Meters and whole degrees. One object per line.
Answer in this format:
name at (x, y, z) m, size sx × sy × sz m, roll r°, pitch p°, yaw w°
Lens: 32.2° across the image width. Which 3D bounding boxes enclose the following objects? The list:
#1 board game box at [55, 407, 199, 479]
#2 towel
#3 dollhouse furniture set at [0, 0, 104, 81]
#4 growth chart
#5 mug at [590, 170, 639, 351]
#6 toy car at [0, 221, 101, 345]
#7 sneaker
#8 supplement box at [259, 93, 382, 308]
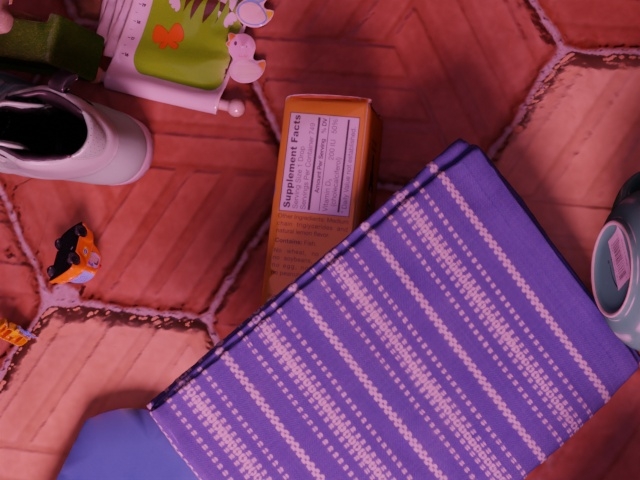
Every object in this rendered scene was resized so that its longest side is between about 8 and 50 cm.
board game box at (-0.162, 0.228, 0.943) m, size 0.133 × 0.033 × 0.169 m, roll 24°, pitch 83°, yaw 15°
towel at (0.065, 0.110, 0.864) m, size 0.336 × 0.040 × 0.243 m, roll -40°, pitch 96°, yaw -9°
dollhouse furniture set at (-0.287, -0.256, 0.861) m, size 0.151 × 0.301 × 0.198 m, roll 12°, pitch 89°, yaw 16°
growth chart at (-0.124, -0.232, 0.989) m, size 0.172 × 0.021 × 0.237 m, roll 5°, pitch 87°, yaw 10°
mug at (0.262, 0.019, 0.850) m, size 0.097 × 0.158 × 0.130 m, roll 2°, pitch 104°, yaw -10°
toy car at (-0.238, 0.040, 0.981) m, size 0.122 × 0.060 × 0.040 m, roll -42°, pitch 124°, yaw 19°
sneaker at (-0.282, -0.108, 0.934) m, size 0.255 × 0.151 × 0.094 m, roll 9°, pitch 87°, yaw 11°
supplement box at (0.000, 0.000, 0.918) m, size 0.080 × 0.078 × 0.233 m, roll 8°, pitch 85°, yaw 11°
